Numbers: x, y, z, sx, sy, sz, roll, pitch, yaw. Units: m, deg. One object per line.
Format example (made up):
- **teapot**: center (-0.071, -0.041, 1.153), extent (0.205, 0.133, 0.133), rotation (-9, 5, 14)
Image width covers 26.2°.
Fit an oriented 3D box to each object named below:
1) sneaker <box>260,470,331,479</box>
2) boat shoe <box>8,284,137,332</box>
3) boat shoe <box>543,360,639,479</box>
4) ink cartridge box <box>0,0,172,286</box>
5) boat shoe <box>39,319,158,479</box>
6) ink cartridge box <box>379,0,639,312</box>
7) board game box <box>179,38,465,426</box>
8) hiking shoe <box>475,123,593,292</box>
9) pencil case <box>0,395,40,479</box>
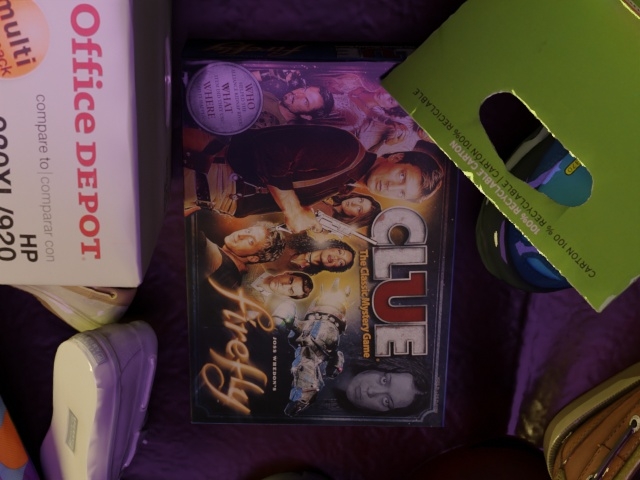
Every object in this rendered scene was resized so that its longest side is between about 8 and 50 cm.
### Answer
- **sneaker**: center (0.045, 0.285, 0.924), extent (0.286, 0.130, 0.109), rotation (40, 107, -17)
- **boat shoe**: center (-0.174, 0.007, 0.850), extent (0.135, 0.050, 0.045), rotation (35, 107, -24)
- **boat shoe**: center (0.275, 0.091, 0.845), extent (0.111, 0.104, 0.307), rotation (40, 109, -15)
- **ink cartridge box**: center (-0.201, -0.084, 0.740), extent (0.233, 0.168, 0.171), rotation (2, 113, 0)
- **boat shoe**: center (-0.140, 0.121, 0.889), extent (0.063, 0.066, 0.184), rotation (-21, 137, -34)
- **ink cartridge box**: center (0.172, -0.115, 0.696), extent (0.255, 0.097, 0.189), rotation (-44, 76, 7)
- **board game box**: center (0.000, 0.000, 0.843), extent (0.165, 0.042, 0.243), rotation (0, 114, 1)
- **hiking shoe**: center (0.231, -0.041, 0.771), extent (0.304, 0.132, 0.113), rotation (-22, 112, 11)
- **pencil case**: center (-0.244, 0.127, 0.872), extent (0.104, 0.104, 0.236), rotation (-15, 114, 8)
